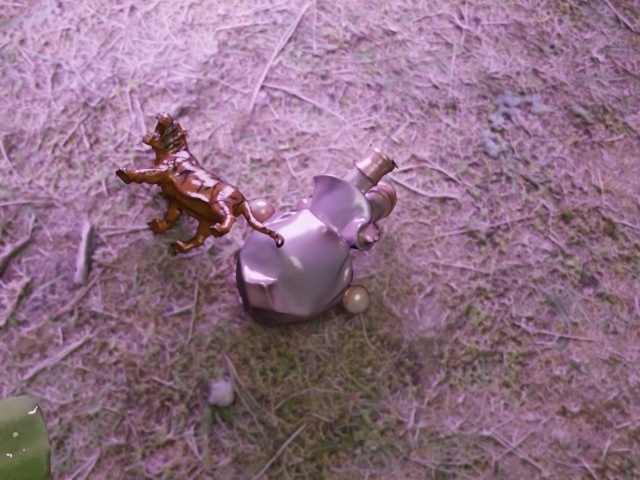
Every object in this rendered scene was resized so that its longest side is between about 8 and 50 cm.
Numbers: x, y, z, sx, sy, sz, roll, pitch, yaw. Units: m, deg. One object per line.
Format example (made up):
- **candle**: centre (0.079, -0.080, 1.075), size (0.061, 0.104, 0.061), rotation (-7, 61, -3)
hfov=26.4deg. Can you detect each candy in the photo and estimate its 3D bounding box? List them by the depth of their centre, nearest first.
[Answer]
- **candy**: centre (-0.468, 0.265, 1.508), size (0.343, 0.142, 0.132), rotation (-15, 65, -20)

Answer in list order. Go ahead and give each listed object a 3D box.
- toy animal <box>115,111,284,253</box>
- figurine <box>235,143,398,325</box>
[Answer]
- **toy animal**: centre (-0.133, -0.045, 1.690), size (0.255, 0.114, 0.116), rotation (32, 62, 27)
- **figurine**: centre (0.000, 0.000, 1.720), size (0.200, 0.133, 0.276), rotation (41, 66, 5)
